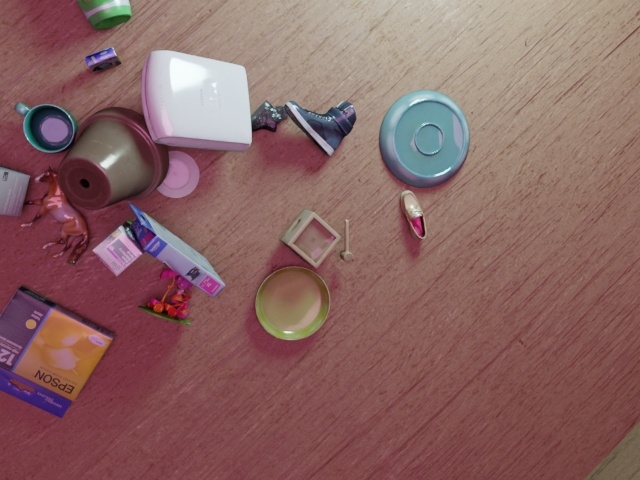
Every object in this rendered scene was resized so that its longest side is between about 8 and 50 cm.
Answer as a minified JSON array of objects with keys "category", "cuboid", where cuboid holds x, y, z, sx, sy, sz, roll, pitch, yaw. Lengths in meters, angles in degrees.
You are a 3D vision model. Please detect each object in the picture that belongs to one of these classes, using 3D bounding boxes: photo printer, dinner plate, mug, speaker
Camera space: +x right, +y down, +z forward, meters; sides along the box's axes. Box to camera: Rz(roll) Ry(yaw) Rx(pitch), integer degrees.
[{"category":"photo printer","cuboid":[-0.343,-0.381,1.596,0.308,0.107,0.256,-2,86,-43]},{"category":"dinner plate","cuboid":[-0.433,-0.197,1.728,0.141,0.017,0.141,-1,96,-13]},{"category":"mug","cuboid":[-0.745,-0.319,1.597,0.130,0.097,0.157,-22,101,-9]},{"category":"speaker","cuboid":[-0.620,-0.734,1.556,0.131,0.131,0.296,-22,102,-9]}]

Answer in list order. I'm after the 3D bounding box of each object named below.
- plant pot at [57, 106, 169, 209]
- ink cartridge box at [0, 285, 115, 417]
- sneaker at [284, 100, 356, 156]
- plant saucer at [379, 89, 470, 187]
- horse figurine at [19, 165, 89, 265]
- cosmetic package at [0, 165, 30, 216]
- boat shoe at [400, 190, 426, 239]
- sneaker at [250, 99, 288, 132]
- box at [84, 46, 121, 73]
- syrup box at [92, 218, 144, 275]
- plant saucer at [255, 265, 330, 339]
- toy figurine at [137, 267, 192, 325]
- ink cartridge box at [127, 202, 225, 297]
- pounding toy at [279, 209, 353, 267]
[{"category":"plant pot","cuboid":[-0.566,-0.196,1.536,0.263,0.229,0.263,5,120,8]},{"category":"ink cartridge box","cuboid":[-0.817,0.337,1.686,0.304,0.072,0.307,32,88,-15]},{"category":"sneaker","cuboid":[0.009,-0.383,1.745,0.163,0.086,0.226,-47,128,4]},{"category":"plant saucer","cuboid":[0.347,-0.329,1.877,0.318,0.044,0.317,-2,97,-13]},{"category":"horse figurine","cuboid":[-0.747,-0.058,1.650,0.174,0.066,0.263,-36,101,0]},{"category":"cosmetic package","cuboid":[-0.908,-0.144,1.514,0.107,0.238,0.127,19,96,26]},{"category":"boat shoe","cuboid":[0.311,-0.082,1.892,0.063,0.059,0.170,-23,102,-9]},{"category":"sneaker","cuboid":[-0.168,-0.355,1.748,0.089,0.051,0.170,42,83,-11]},{"category":"box","cuboid":[-0.596,-0.494,1.587,0.081,0.136,0.028,-25,102,-8]},{"category":"syrup box","cuboid":[-0.550,0.015,1.615,0.096,0.237,0.093,-42,103,-5]},{"category":"plant saucer","cuboid":[-0.090,0.198,1.849,0.241,0.037,0.240,-2,99,-13]},{"category":"toy figurine","cuboid":[-0.436,0.156,1.737,0.173,0.130,0.159,27,81,-37]},{"category":"ink cartridge box","cuboid":[-0.418,0.028,1.624,0.065,0.186,0.311,-46,126,-3]},{"category":"pounding toy","cuboid":[0.010,-0.004,1.822,0.206,0.094,0.181,42,82,-24]}]
